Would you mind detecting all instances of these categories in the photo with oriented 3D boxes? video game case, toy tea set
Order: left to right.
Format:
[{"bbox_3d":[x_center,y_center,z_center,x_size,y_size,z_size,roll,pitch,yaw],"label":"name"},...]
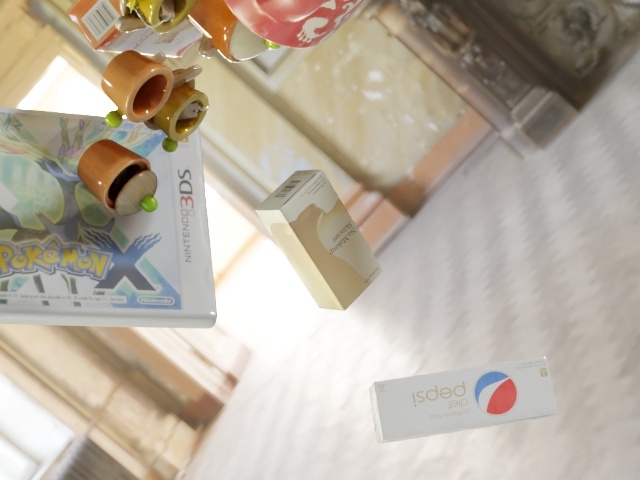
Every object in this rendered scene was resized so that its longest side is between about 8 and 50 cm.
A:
[{"bbox_3d":[-0.299,-0.033,1.343,0.036,0.329,0.300,118,149,-52],"label":"video game case"},{"bbox_3d":[-0.153,-0.167,1.252,0.200,0.124,0.336,-28,-30,-51],"label":"toy tea set"}]

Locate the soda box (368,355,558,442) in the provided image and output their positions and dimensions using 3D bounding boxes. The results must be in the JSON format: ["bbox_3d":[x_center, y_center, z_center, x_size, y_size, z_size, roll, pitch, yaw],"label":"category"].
[{"bbox_3d":[0.171,0.194,1.334,0.216,0.074,0.069,-8,-13,-5],"label":"soda box"}]

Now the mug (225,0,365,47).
[{"bbox_3d":[0.001,-0.191,0.641,0.150,0.113,0.169,-34,-4,-40],"label":"mug"}]

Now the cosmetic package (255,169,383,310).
[{"bbox_3d":[0.000,0.000,0.966,0.060,0.115,0.041,-46,27,-26],"label":"cosmetic package"}]

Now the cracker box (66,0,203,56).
[{"bbox_3d":[-0.193,-0.308,1.393,0.155,0.067,0.232,-39,-6,20],"label":"cracker box"}]
